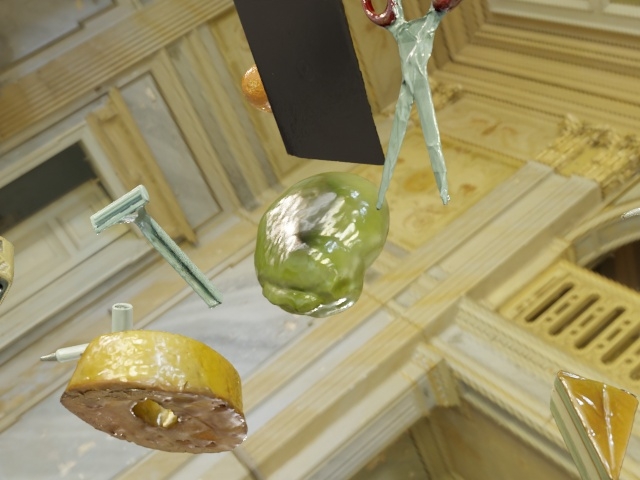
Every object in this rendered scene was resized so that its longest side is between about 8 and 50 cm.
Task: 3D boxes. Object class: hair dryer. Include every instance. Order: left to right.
[{"bbox_3d":[-0.463,0.201,1.607,0.044,0.183,0.155,-140,-126,-70],"label":"hair dryer"}]

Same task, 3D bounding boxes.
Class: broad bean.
[{"bbox_3d":[0.000,0.001,1.273,0.119,0.238,0.291,51,20,-33],"label":"broad bean"}]

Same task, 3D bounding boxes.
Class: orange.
[{"bbox_3d":[-0.112,-0.356,1.895,0.118,0.135,0.135,57,-17,17],"label":"orange"}]

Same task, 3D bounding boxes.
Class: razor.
[{"bbox_3d":[-0.263,0.021,1.422,0.278,0.111,0.056,49,18,-35],"label":"razor"}]

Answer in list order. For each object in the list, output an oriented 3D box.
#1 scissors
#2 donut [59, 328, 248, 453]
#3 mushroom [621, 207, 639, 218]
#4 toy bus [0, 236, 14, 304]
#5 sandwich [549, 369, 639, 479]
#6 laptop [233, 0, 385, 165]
[{"bbox_3d":[0.083,-0.151,0.720,0.144,0.017,0.248,-4,-99,49],"label":"scissors"},{"bbox_3d":[-0.235,0.221,1.208,0.277,0.109,0.278,6,-31,4],"label":"donut"},{"bbox_3d":[0.617,-0.076,1.275,0.068,0.306,0.043,56,-10,48],"label":"mushroom"},{"bbox_3d":[-0.582,0.149,1.169,0.176,0.365,0.202,27,12,-24],"label":"toy bus"},{"bbox_3d":[0.348,0.266,1.094,0.113,0.163,0.079,19,-49,19],"label":"sandwich"},{"bbox_3d":[-0.011,-0.161,0.756,0.135,0.016,0.197,13,-47,42],"label":"laptop"}]
